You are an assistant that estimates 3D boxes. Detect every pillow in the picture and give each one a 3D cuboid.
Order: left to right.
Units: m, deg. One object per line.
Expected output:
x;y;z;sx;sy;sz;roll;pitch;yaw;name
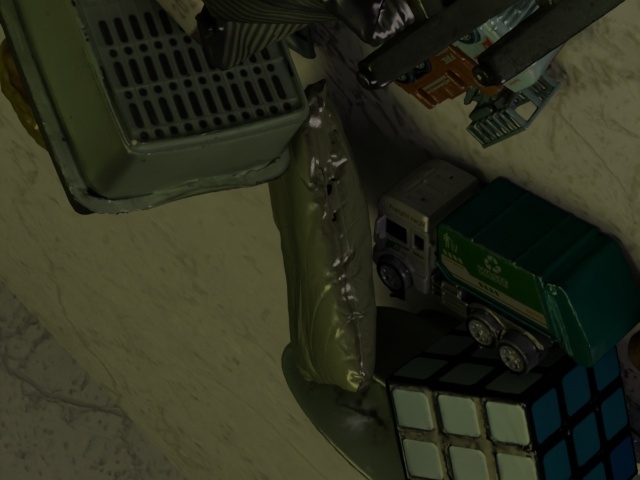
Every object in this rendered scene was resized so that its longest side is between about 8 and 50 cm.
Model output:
0.000;-0.001;1.585;0.274;0.076;0.281;167;95;-80;pillow

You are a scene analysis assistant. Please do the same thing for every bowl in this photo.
0.110;0.168;1.808;0.289;0.146;0.289;38;158;19;bowl

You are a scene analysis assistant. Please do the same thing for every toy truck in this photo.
0.129;-0.140;1.246;0.115;0.080;0.178;42;162;-8;toy truck
0.161;0.022;1.471;0.253;0.114;0.124;32;144;31;toy truck

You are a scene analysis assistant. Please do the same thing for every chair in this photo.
0.127;-0.200;0.884;0.136;0.270;0.147;7;127;62;chair

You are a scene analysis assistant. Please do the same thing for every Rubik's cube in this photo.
0.176;0.172;1.540;0.163;0.162;0.160;3;115;39;Rubik's cube

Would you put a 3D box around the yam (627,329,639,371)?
0.317;0.076;1.350;0.057;0.057;0.241;45;161;-3;yam

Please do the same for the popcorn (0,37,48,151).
-0.235;-0.186;1.719;0.235;0.181;0.217;20;148;40;popcorn

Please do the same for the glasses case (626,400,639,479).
0.273;0.189;1.643;0.282;0.067;0.109;39;153;11;glasses case

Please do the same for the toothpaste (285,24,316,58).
-0.106;-0.244;1.561;0.255;0.037;0.067;32;152;23;toothpaste

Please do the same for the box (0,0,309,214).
-0.154;-0.170;1.431;0.166;0.220;0.290;-39;69;55;box

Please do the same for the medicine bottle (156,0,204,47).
-0.119;-0.293;1.297;0.273;0.165;0.165;46;161;-4;medicine bottle

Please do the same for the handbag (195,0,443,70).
-0.017;-0.272;1.035;0.341;0.240;0.247;53;154;-20;handbag
